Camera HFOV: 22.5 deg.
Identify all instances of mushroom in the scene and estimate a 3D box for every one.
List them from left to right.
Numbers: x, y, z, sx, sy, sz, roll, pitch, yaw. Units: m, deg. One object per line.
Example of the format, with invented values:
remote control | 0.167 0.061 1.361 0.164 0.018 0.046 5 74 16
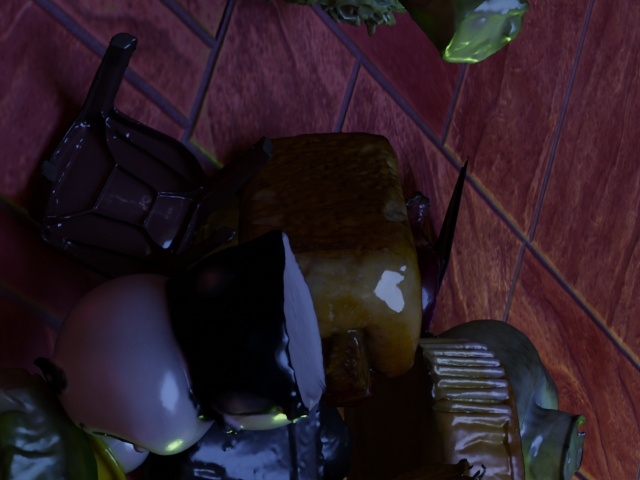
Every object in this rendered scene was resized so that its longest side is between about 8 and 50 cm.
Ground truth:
mushroom | 0.221 0.279 2.151 0.352 0.260 0.352 7 90 -67

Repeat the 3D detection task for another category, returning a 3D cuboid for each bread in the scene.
bread | 0.142 0.259 1.898 0.156 0.204 0.288 5 70 -34

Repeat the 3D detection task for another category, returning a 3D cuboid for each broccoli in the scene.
broccoli | 0.066 -0.313 1.690 0.353 0.397 0.274 -37 151 -56

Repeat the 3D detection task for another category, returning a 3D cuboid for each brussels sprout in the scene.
brussels sprout | -0.277 0.205 1.437 0.162 0.144 0.180 3 94 -22

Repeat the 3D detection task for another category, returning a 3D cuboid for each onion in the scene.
onion | 0.081 0.035 1.993 0.173 0.135 0.198 166 -73 -83

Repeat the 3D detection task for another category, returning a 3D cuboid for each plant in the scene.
plant | -0.075 0.230 1.746 0.256 0.164 0.141 5 73 -41

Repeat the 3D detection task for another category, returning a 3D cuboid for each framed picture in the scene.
framed picture | 0.160 0.017 2.131 0.199 0.010 0.195 103 1 -51

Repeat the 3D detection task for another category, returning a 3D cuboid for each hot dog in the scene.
hot dog | 0.004 0.043 1.694 0.405 0.185 0.223 -93 -178 -67

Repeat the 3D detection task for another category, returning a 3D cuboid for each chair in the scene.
chair | -0.186 -0.029 1.568 0.175 0.183 0.326 -66 -171 -28

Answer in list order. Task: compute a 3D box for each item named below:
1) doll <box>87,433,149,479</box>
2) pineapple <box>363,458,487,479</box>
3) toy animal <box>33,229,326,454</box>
doll | -0.171 0.161 1.599 0.241 0.135 0.098 -43 128 -19
pineapple | 0.054 0.377 1.748 0.286 0.344 0.209 1 68 -83
toy animal | -0.119 0.101 1.414 0.187 0.235 0.165 -19 92 -81
